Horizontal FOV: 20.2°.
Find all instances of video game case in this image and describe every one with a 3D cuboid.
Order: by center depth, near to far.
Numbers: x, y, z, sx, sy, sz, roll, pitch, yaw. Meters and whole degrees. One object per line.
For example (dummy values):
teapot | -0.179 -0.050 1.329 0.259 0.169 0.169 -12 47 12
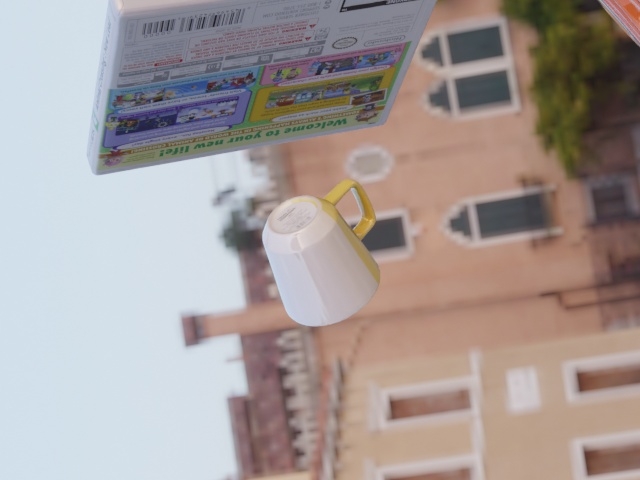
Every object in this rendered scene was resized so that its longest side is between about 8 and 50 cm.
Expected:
video game case | -0.038 -0.114 1.142 0.193 0.212 0.023 112 143 -60

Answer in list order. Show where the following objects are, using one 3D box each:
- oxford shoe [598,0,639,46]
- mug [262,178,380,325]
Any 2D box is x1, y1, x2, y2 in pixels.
oxford shoe | 0.267 -0.230 1.327 0.130 0.133 0.364 49 -174 2
mug | -0.003 0.002 1.074 0.078 0.062 0.064 -83 -27 -47
